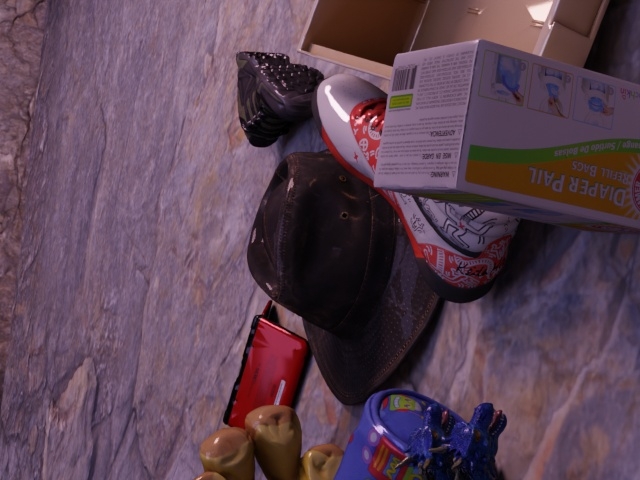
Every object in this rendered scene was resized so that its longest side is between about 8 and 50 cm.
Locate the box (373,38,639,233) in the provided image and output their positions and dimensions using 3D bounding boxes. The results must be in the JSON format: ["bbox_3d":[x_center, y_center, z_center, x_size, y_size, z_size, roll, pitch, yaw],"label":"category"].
[{"bbox_3d":[0.159,-0.070,0.875,0.114,0.203,0.103,6,86,62],"label":"box"}]

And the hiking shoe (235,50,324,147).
[{"bbox_3d":[-0.053,-0.167,1.503,0.227,0.086,0.114,-129,41,-64],"label":"hiking shoe"}]

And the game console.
[{"bbox_3d":[-0.058,0.161,1.441,0.124,0.085,0.144,25,106,31],"label":"game console"}]

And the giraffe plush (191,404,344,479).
[{"bbox_3d":[-0.057,0.302,1.259,0.210,0.181,0.170,54,149,12],"label":"giraffe plush"}]

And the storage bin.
[{"bbox_3d":[0.133,-0.249,1.036,0.260,0.123,0.262,30,101,55],"label":"storage bin"}]

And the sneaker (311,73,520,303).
[{"bbox_3d":[0.088,-0.087,1.061,0.270,0.090,0.145,58,154,26],"label":"sneaker"}]

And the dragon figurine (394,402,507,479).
[{"bbox_3d":[0.112,0.262,0.908,0.085,0.144,0.289,15,94,64],"label":"dragon figurine"}]

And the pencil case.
[{"bbox_3d":[0.053,0.283,1.053,0.119,0.133,0.306,-24,-43,-65],"label":"pencil case"}]

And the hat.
[{"bbox_3d":[0.000,0.000,1.249,0.331,0.134,0.331,-35,49,55],"label":"hat"}]
